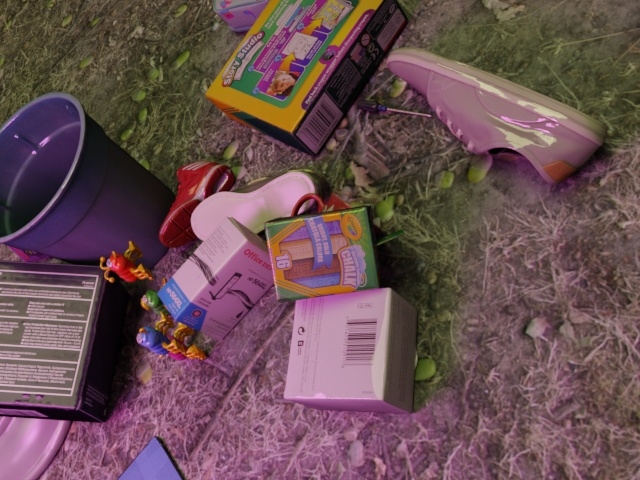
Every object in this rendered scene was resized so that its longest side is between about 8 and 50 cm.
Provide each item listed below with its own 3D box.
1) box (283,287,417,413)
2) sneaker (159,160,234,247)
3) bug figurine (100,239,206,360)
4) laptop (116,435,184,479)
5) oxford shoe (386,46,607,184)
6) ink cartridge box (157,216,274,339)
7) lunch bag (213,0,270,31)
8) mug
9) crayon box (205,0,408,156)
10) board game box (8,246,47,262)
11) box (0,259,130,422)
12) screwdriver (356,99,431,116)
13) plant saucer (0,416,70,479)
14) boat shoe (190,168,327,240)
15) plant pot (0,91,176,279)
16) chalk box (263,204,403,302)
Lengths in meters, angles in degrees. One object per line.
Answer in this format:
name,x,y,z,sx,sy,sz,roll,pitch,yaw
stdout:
box,0.053,0.183,1.065,0.182,0.119,0.181,-7,63,30
sneaker,-0.297,-0.087,1.459,0.221,0.087,0.128,-49,42,-14
bug figurine,-0.325,0.141,1.266,0.072,0.216,0.279,-34,54,-1
laptop,-0.373,0.589,1.063,0.236,0.408,0.382,40,91,5
oxford shoe,0.266,-0.225,1.124,0.449,0.169,0.130,38,111,38
ink cartridge box,-0.184,0.075,1.249,0.203,0.148,0.086,-47,52,4
lunch bag,-0.146,-0.662,1.625,0.224,0.108,0.279,0,66,35
mug,0.007,0.005,1.198,0.169,0.113,0.150,-54,46,4
crayon box,-0.039,-0.399,1.426,0.313,0.106,0.363,30,84,40
board game box,-0.760,-0.088,1.572,0.208,0.347,0.056,-14,41,24
box,-0.582,0.210,1.347,0.296,0.182,0.294,4,66,1
screwdriver,0.143,-0.262,1.294,0.170,0.025,0.024,16,76,37
plant saucer,-0.726,0.372,1.472,0.400,0.100,0.400,-14,60,25
boat shoe,-0.126,-0.068,1.324,0.305,0.091,0.109,-17,96,27
plant pot,-0.512,-0.085,1.418,0.341,0.334,0.341,-14,59,26
chalk box,0.032,0.015,1.064,0.213,0.132,0.132,-7,94,8
